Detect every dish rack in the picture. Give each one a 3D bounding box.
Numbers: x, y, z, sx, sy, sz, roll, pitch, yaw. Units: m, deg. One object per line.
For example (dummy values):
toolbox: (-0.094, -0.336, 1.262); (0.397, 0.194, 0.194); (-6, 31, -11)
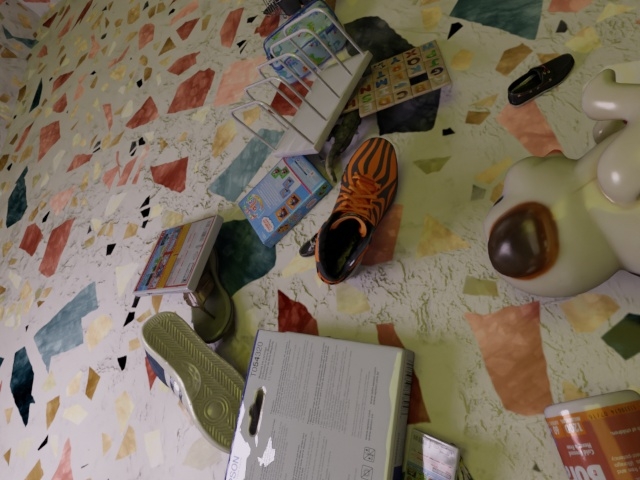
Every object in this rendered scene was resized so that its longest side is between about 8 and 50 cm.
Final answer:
dish rack: (-0.076, -0.730, 1.205); (0.208, 0.074, 0.271); (-42, 37, -2)

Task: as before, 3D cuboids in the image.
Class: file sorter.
file sorter: (-0.051, -0.360, 0.976); (0.193, 0.173, 0.277); (11, 69, 54)

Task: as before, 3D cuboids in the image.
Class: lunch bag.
lunch bag: (-0.049, -0.550, 1.155); (0.219, 0.090, 0.176); (-31, 53, 16)

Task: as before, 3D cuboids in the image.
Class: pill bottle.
pill bottle: (0.382, 0.308, 0.523); (0.121, 0.121, 0.216); (-23, 60, 22)

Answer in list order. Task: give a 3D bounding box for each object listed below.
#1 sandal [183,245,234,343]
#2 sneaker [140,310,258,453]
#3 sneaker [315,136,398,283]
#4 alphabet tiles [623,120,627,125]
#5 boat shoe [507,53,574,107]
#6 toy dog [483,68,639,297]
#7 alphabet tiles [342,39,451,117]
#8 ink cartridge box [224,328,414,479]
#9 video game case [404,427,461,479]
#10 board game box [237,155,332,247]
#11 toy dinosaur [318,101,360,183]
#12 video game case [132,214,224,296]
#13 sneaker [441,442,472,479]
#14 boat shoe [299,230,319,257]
sandal: (-0.301, 0.118, 1.037); (0.120, 0.086, 0.302); (-35, 57, 15)
sneaker: (-0.265, 0.317, 0.930); (0.131, 0.148, 0.350); (-31, 69, -32)
sneaker: (0.080, -0.062, 0.807); (0.125, 0.180, 0.320); (18, 87, 3)
alphabet tiles: (0.621, -0.139, 0.627); (0.285, 0.011, 0.342); (-36, 56, 14)
boat shoe: (0.421, -0.310, 0.800); (0.133, 0.042, 0.048); (-34, 55, 14)
toy dog: (0.436, -0.028, 0.559); (0.408, 0.285, 0.394); (-5, 92, 34)
alphabet tiles: (0.159, -0.362, 0.949); (0.237, 0.009, 0.198); (-16, 46, 18)
ink cartridge box: (-0.007, 0.344, 0.779); (0.330, 0.071, 0.323); (0, 70, 33)
video game case: (0.174, 0.377, 0.669); (0.087, 0.011, 0.121); (3, 79, 48)
board game box: (-0.092, -0.110, 1.032); (0.211, 0.039, 0.160); (-43, 55, 8)
toy dinosaur: (0.041, -0.229, 0.966); (0.118, 0.064, 0.268); (-17, 45, 56)
video game case: (-0.376, 0.045, 1.092); (0.285, 0.025, 0.203); (-10, 54, 41)
sneaker: (0.213, 0.368, 0.663); (0.035, 0.031, 0.083); (-36, 51, 31)
boat shoe: (0.000, 0.000, 0.932); (0.125, 0.038, 0.046); (-25, 60, 21)
